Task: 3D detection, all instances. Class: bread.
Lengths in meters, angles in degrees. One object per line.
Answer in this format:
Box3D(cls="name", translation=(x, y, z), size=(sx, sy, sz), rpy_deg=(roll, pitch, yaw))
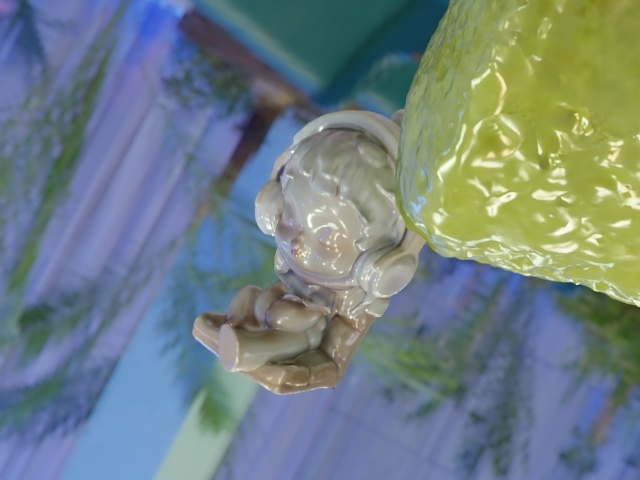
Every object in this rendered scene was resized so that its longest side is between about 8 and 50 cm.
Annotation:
Box3D(cls="bread", translation=(0.231, -0.110, 1.305), size=(0.308, 0.348, 0.348), rpy_deg=(25, 177, 6))

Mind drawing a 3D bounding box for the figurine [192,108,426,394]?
Box3D(cls="figurine", translation=(0.003, 0.000, 1.545), size=(0.162, 0.237, 0.141), rpy_deg=(38, -164, 36))
